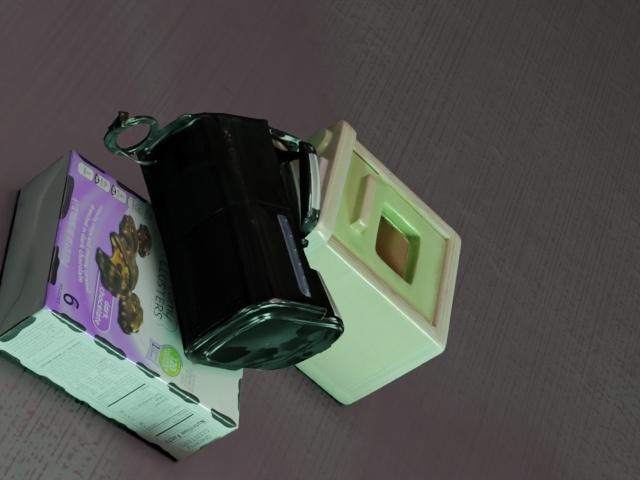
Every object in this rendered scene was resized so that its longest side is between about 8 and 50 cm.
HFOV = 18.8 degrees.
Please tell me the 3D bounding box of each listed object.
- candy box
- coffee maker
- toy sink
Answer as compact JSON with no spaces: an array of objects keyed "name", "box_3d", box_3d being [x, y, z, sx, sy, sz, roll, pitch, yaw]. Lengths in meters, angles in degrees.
[{"name":"candy box","box_3d":[-0.149,0.051,1.500,0.196,0.070,0.165,35,38,-31]},{"name":"coffee maker","box_3d":[-0.077,0.003,1.485,0.171,0.120,0.178,0,59,-27]},{"name":"toy sink","box_3d":[0.000,0.000,1.682,0.234,0.131,0.153,42,36,-22]}]
